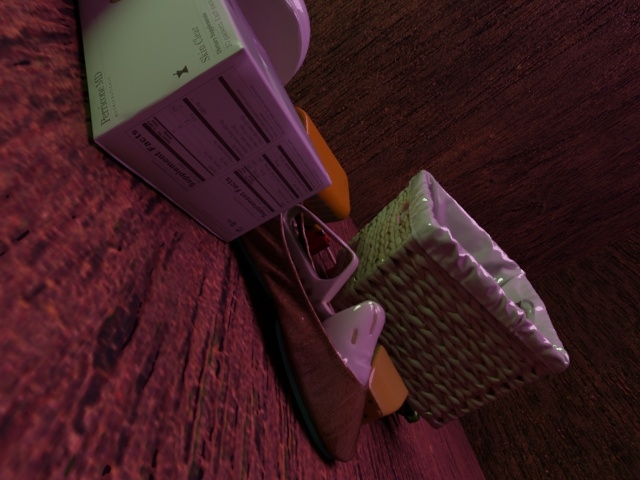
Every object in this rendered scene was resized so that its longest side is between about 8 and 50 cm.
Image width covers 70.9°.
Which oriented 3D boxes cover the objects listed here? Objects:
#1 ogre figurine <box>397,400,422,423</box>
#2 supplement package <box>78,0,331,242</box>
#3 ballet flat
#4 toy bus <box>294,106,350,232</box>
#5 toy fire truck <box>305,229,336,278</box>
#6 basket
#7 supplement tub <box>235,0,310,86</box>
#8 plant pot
[{"bbox_3d":[0.179,0.301,0.962,0.197,0.097,0.118,-9,87,-65],"label":"ogre figurine"},{"bbox_3d":[-0.127,-0.170,0.494,0.204,0.145,0.261,49,14,-57],"label":"supplement package"},{"bbox_3d":[-0.003,0.066,0.525,0.342,0.124,0.116,65,10,25],"label":"ballet flat"},{"bbox_3d":[-0.034,-0.098,0.763,0.333,0.131,0.108,35,49,-71],"label":"toy bus"},{"bbox_3d":[0.000,0.000,1.024,0.191,0.047,0.135,65,9,30],"label":"toy fire truck"},{"bbox_3d":[0.206,0.094,0.834,0.331,0.266,0.328,45,23,-9],"label":"basket"},{"bbox_3d":[-0.145,-0.443,0.915,0.241,0.241,0.331,55,16,-34],"label":"supplement tub"},{"bbox_3d":[0.062,0.206,0.614,0.081,0.081,0.083,62,19,2],"label":"plant pot"}]
